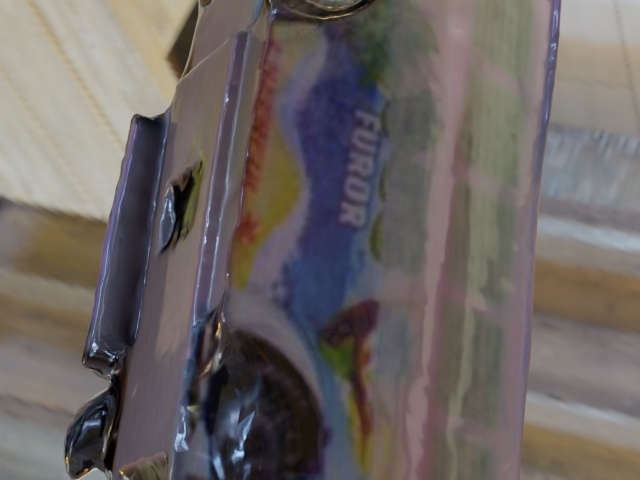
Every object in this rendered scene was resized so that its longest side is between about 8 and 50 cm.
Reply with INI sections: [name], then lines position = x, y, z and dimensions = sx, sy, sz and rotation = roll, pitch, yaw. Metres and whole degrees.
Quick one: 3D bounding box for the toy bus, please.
[toy bus]
position = 0.000, 0.000, 0.431
dimensions = 0.112, 0.274, 0.090
rotation = 19, 158, -28
